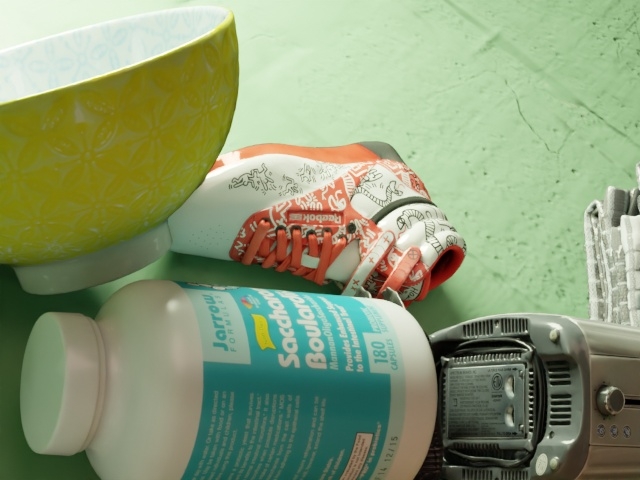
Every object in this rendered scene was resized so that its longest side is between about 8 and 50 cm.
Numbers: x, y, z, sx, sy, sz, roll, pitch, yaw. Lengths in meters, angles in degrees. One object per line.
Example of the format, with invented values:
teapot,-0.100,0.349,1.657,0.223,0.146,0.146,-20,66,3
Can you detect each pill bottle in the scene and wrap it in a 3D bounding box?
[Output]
pill bottle,-0.064,0.103,1.080,0.264,0.146,0.146,6,46,-29

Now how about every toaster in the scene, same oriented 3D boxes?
toaster,0.173,0.125,1.191,0.146,0.227,0.129,7,79,-32

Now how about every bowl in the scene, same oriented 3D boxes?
bowl,-0.181,-0.053,1.133,0.289,0.289,0.156,-32,113,-48

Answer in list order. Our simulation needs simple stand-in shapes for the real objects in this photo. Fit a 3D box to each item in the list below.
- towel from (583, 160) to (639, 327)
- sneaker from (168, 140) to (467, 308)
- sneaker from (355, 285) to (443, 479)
towel,0.339,0.089,1.333,0.235,0.121,0.284,10,67,-23
sneaker,0.001,-0.001,1.274,0.270,0.090,0.145,-11,53,-43
sneaker,0.052,0.119,1.201,0.051,0.089,0.170,2,86,-22
